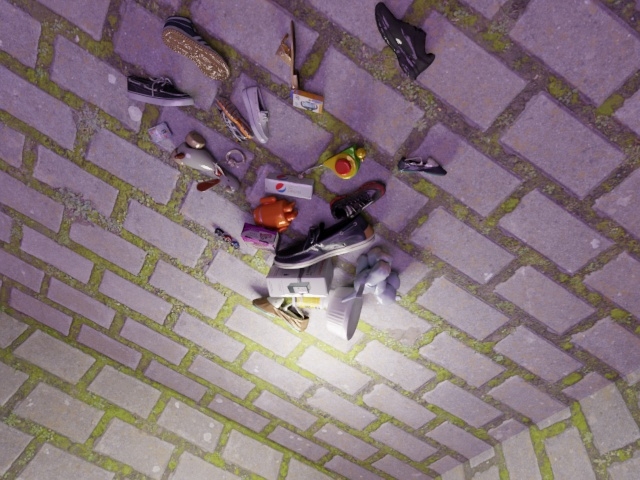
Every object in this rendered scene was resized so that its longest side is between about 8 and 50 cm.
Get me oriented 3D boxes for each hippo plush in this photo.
[{"bbox_3d":[0.294,0.200,1.890,0.236,0.294,0.234,37,144,-22],"label":"hippo plush"}]

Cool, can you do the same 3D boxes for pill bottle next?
[{"bbox_3d":[-0.035,0.297,2.098,0.208,0.119,0.119,4,123,10],"label":"pill bottle"}]

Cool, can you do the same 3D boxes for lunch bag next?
[{"bbox_3d":[-0.710,-0.479,1.784,0.083,0.053,0.071,-17,119,11],"label":"lunch bag"}]

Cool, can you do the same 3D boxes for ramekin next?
[{"bbox_3d":[0.118,0.355,2.028,0.127,0.273,0.273,13,125,19],"label":"ramekin"}]

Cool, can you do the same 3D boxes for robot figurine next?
[{"bbox_3d":[-0.217,-0.116,1.867,0.219,0.128,0.158,-11,151,18],"label":"robot figurine"}]

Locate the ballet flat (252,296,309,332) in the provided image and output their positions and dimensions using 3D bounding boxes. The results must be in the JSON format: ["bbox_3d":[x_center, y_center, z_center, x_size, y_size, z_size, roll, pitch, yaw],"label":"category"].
[{"bbox_3d":[-0.203,0.378,2.203,0.342,0.116,0.124,34,102,-11],"label":"ballet flat"}]

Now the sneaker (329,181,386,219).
[{"bbox_3d":[0.159,-0.166,1.754,0.276,0.135,0.097,-22,113,22],"label":"sneaker"}]

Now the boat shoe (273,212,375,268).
[{"bbox_3d":[0.000,0.000,1.872,0.500,0.187,0.156,-18,112,16],"label":"boat shoe"}]

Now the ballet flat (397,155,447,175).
[{"bbox_3d":[0.420,-0.308,1.648,0.203,0.074,0.074,8,123,9],"label":"ballet flat"}]

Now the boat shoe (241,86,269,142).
[{"bbox_3d":[-0.249,-0.513,1.646,0.076,0.083,0.226,-11,119,19],"label":"boat shoe"}]

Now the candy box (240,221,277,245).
[{"bbox_3d":[-0.279,-0.005,1.905,0.159,0.071,0.233,16,167,2],"label":"candy box"}]

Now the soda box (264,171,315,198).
[{"bbox_3d":[-0.137,-0.246,1.799,0.216,0.074,0.069,9,124,6],"label":"soda box"}]

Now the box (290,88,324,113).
[{"bbox_3d":[-0.055,-0.551,1.589,0.136,0.028,0.081,15,164,1],"label":"box"}]

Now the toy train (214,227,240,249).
[{"bbox_3d":[-0.471,-0.008,2.052,0.158,0.027,0.036,40,110,-14],"label":"toy train"}]

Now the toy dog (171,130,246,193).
[{"bbox_3d":[-0.513,-0.326,1.774,0.334,0.161,0.220,23,124,-4],"label":"toy dog"}]

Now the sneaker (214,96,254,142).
[{"bbox_3d":[-0.374,-0.500,1.683,0.083,0.084,0.215,-25,115,30],"label":"sneaker"}]

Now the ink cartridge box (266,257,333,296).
[{"bbox_3d":[-0.094,0.169,1.976,0.289,0.211,0.121,-1,120,11],"label":"ink cartridge box"}]

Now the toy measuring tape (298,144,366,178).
[{"bbox_3d":[0.058,-0.299,1.710,0.330,0.121,0.121,-21,116,32],"label":"toy measuring tape"}]

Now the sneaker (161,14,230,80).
[{"bbox_3d":[-0.471,-0.745,1.548,0.099,0.153,0.282,-37,139,26],"label":"sneaker"}]

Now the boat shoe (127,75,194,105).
[{"bbox_3d":[-0.659,-0.620,1.650,0.306,0.113,0.105,17,119,19],"label":"boat shoe"}]

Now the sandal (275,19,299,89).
[{"bbox_3d":[-0.130,-0.687,1.508,0.079,0.088,0.240,-1,127,5],"label":"sandal"}]

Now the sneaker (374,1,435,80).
[{"bbox_3d":[0.294,-0.712,1.406,0.130,0.109,0.286,-33,120,21],"label":"sneaker"}]
